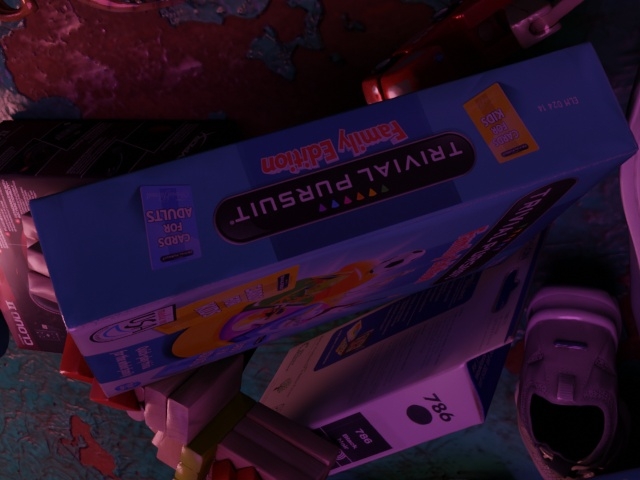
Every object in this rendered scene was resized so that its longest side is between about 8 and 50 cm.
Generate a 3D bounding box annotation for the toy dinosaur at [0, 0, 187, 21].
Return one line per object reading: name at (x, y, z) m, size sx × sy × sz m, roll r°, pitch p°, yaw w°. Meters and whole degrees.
toy dinosaur at (-0.230, -0.227, 0.787) m, size 0.211 × 0.064 × 0.112 m, roll 43°, pitch 130°, yaw -11°

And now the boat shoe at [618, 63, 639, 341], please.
boat shoe at (0.260, -0.041, 0.674) m, size 0.116 × 0.099 × 0.319 m, roll -9°, pitch 125°, yaw 7°

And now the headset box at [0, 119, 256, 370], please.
headset box at (-0.208, 0.002, 0.921) m, size 0.293 × 0.110 × 0.218 m, roll 3°, pitch 126°, yaw 23°

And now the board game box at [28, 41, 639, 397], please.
board game box at (0.000, 0.000, 0.639) m, size 0.254 × 0.336 × 0.079 m, roll 115°, pitch 136°, yaw -72°

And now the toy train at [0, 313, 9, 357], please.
toy train at (-0.467, 0.048, 1.092) m, size 0.143 × 0.105 × 0.248 m, roll -7°, pitch 122°, yaw 17°

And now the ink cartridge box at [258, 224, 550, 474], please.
ink cartridge box at (0.070, 0.112, 0.841) m, size 0.332 × 0.165 × 0.065 m, roll -31°, pitch 106°, yaw 39°

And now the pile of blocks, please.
pile of blocks at (-0.146, 0.130, 0.799) m, size 0.362 × 0.112 × 0.149 m, roll 48°, pitch 129°, yaw 1°

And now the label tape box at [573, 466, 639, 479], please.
label tape box at (0.270, 0.238, 0.759) m, size 0.249 × 0.115 × 0.347 m, roll -23°, pitch 149°, yaw 34°

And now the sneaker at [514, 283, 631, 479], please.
sneaker at (0.209, 0.162, 0.833) m, size 0.105 × 0.115 × 0.281 m, roll 3°, pitch 140°, yaw 23°

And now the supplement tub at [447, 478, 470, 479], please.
supplement tub at (0.114, 0.330, 1.002) m, size 0.199 × 0.144 × 0.144 m, roll -22°, pitch 114°, yaw 36°

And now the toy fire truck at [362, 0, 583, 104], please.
toy fire truck at (0.129, -0.146, 0.633) m, size 0.047 × 0.192 × 0.135 m, roll 55°, pitch 156°, yaw -18°
